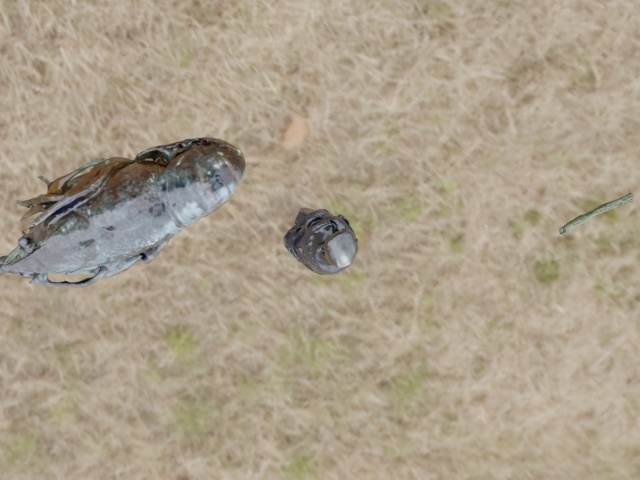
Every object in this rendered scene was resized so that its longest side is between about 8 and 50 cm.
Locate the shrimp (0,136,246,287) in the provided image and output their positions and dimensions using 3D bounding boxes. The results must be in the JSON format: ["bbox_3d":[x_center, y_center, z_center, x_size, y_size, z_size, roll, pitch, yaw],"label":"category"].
[{"bbox_3d":[-0.254,-0.009,1.239,0.372,0.137,0.172,-21,127,7],"label":"shrimp"}]

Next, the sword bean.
[{"bbox_3d":[0.279,-0.028,1.050,0.083,0.012,0.012,-26,130,-1],"label":"sword bean"}]

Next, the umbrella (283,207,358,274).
[{"bbox_3d":[0.003,0.007,0.991,0.070,0.248,0.071,-1,96,-5],"label":"umbrella"}]
